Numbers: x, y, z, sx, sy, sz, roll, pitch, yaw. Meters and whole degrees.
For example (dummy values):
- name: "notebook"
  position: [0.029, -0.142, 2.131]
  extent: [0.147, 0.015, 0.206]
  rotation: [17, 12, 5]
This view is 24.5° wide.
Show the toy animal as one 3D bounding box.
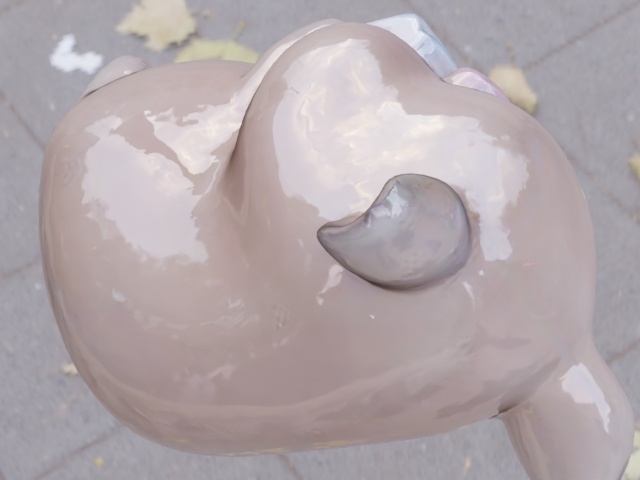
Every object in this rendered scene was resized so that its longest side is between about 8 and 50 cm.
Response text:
- name: "toy animal"
  position: [0.004, -0.002, 0.654]
  extent: [0.256, 0.195, 0.213]
  rotation: [-13, 46, 37]
